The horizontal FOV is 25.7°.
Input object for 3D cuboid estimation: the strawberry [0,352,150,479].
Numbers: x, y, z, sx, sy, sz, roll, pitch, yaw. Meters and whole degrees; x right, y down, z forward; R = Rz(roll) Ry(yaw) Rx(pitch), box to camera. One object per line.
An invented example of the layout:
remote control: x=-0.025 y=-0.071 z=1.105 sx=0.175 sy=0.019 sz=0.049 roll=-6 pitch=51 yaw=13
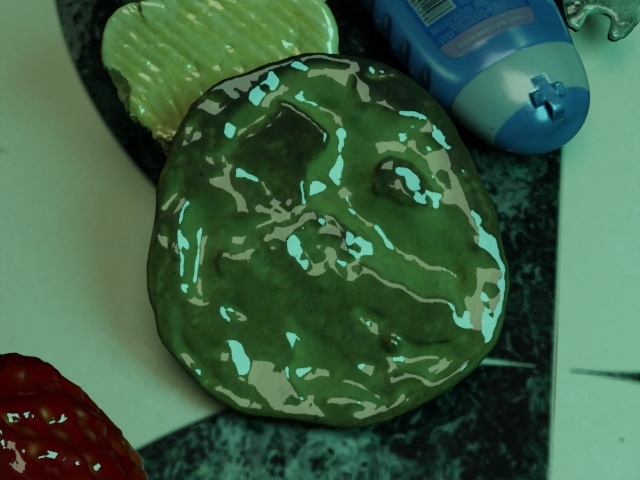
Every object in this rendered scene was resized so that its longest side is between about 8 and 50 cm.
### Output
strawberry: x=-0.216 y=0.235 z=0.878 sx=0.291 sy=0.310 sz=0.292 roll=-19 pitch=35 yaw=14

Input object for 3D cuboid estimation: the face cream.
face cream: x=0.138 y=-0.180 z=1.215 sx=0.149 sy=0.083 sz=0.264 roll=-25 pitch=61 yaw=-12

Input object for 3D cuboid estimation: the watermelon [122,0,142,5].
watermelon: x=-0.060 y=-0.184 z=1.206 sx=0.094 sy=0.154 sz=0.241 roll=-37 pitch=79 yaw=-21

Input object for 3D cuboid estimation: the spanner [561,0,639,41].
spanner: x=0.257 y=-0.312 z=1.268 sx=0.071 sy=0.017 sz=0.302 roll=5 pitch=67 yaw=5

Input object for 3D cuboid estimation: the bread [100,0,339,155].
bread: x=-0.050 y=-0.106 z=1.122 sx=0.182 sy=0.039 sz=0.251 roll=-33 pitch=94 yaw=-1

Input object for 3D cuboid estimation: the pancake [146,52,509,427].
pancake: x=0.000 y=0.000 z=1.072 sx=0.294 sy=0.049 sz=0.294 roll=0 pitch=85 yaw=-1
